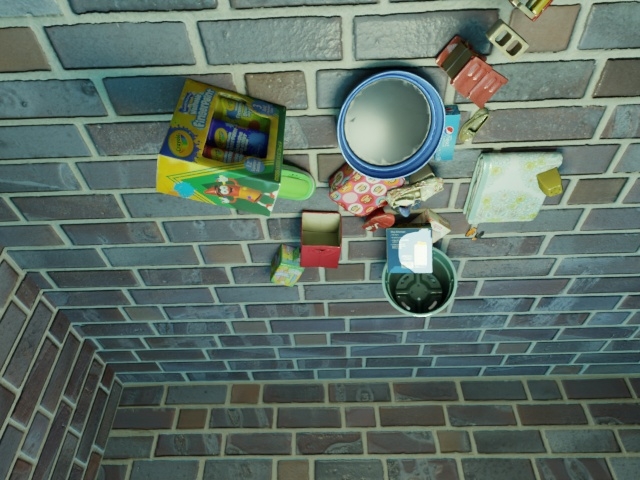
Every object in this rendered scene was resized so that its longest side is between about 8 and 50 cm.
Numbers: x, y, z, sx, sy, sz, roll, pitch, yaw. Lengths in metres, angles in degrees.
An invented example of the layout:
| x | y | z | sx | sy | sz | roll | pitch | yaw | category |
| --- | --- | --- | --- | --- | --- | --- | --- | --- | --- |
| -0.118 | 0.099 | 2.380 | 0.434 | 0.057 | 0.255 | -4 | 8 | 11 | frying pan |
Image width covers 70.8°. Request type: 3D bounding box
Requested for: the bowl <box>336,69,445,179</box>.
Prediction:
| x | y | z | sx | sy | sz | roll | pitch | yaw | category |
| --- | --- | --- | --- | --- | --- | --- | --- | --- | --- |
| 0.249 | -0.413 | 1.624 | 0.390 | 0.077 | 0.391 | -2 | 120 | -4 | bowl |

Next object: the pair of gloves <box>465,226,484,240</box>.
| x | y | z | sx | sy | sz | roll | pitch | yaw | category |
| --- | --- | --- | --- | --- | --- | --- | --- | --- | --- |
| 0.751 | -0.030 | 2.193 | 0.083 | 0.010 | 0.074 | 20 | 135 | -23 | pair of gloves |

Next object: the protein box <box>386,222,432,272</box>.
| x | y | z | sx | sy | sz | roll | pitch | yaw | category |
| --- | --- | --- | --- | --- | --- | --- | --- | --- | --- |
| 0.397 | 0.032 | 2.011 | 0.199 | 0.136 | 0.201 | -1 | 101 | 11 | protein box |

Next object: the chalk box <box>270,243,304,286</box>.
| x | y | z | sx | sy | sz | roll | pitch | yaw | category |
| --- | --- | --- | --- | --- | --- | --- | --- | --- | --- |
| -0.159 | 0.114 | 2.266 | 0.132 | 0.132 | 0.213 | 16 | 135 | -17 | chalk box |

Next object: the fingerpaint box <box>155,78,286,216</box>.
| x | y | z | sx | sy | sz | roll | pitch | yaw | category |
| --- | --- | --- | --- | --- | --- | --- | --- | --- | --- |
| -0.317 | -0.326 | 1.526 | 0.370 | 0.445 | 0.163 | 13 | 136 | -13 | fingerpaint box |

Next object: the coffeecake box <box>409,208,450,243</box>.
| x | y | z | sx | sy | sz | roll | pitch | yaw | category |
| --- | --- | --- | --- | --- | --- | --- | --- | --- | --- |
| 0.495 | -0.048 | 2.129 | 0.142 | 0.068 | 0.185 | 27 | 132 | -26 | coffeecake box |

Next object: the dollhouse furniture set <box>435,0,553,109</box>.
| x | y | z | sx | sy | sz | roll | pitch | yaw | category |
| --- | --- | --- | --- | --- | --- | --- | --- | --- | --- |
| 0.551 | -0.624 | 1.385 | 0.152 | 0.201 | 0.374 | 25 | 127 | -25 | dollhouse furniture set |

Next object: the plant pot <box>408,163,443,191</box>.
| x | y | z | sx | sy | sz | roll | pitch | yaw | category |
| --- | --- | --- | --- | --- | --- | --- | --- | --- | --- |
| 0.433 | -0.253 | 1.872 | 0.109 | 0.096 | 0.109 | -25 | 133 | 27 | plant pot |

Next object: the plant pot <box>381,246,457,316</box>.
| x | y | z | sx | sy | sz | roll | pitch | yaw | category |
| --- | --- | --- | --- | --- | --- | --- | --- | --- | --- |
| 0.487 | 0.226 | 2.222 | 0.340 | 0.341 | 0.334 | -9 | 162 | 10 | plant pot |

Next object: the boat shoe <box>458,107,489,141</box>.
| x | y | z | sx | sy | sz | roll | pitch | yaw | category |
| --- | --- | --- | --- | --- | --- | --- | --- | --- | --- |
| 0.582 | -0.430 | 1.707 | 0.056 | 0.048 | 0.153 | 19 | 135 | -20 | boat shoe |

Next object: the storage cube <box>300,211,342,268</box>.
| x | y | z | sx | sy | sz | roll | pitch | yaw | category |
| --- | --- | --- | --- | --- | --- | --- | --- | --- | --- |
| 0.000 | 0.000 | 2.082 | 0.183 | 0.215 | 0.193 | 2 | 145 | -3 | storage cube |

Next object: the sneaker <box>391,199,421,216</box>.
| x | y | z | sx | sy | sz | roll | pitch | yaw | category |
| --- | --- | --- | --- | --- | --- | --- | --- | --- | --- |
| 0.371 | -0.168 | 1.923 | 0.083 | 0.221 | 0.087 | 29 | 124 | 21 | sneaker |

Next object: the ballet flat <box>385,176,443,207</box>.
| x | y | z | sx | sy | sz | roll | pitch | yaw | category |
| --- | --- | --- | --- | --- | --- | --- | --- | --- | --- |
| 0.383 | -0.184 | 1.812 | 0.240 | 0.077 | 0.091 | -17 | 137 | 14 | ballet flat |

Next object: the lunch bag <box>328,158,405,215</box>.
| x | y | z | sx | sy | sz | roll | pitch | yaw | category |
| --- | --- | --- | --- | --- | --- | --- | --- | --- | --- |
| 0.205 | -0.230 | 1.881 | 0.258 | 0.120 | 0.293 | 30 | 130 | -30 | lunch bag |

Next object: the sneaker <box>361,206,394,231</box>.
| x | y | z | sx | sy | sz | roll | pitch | yaw | category |
| --- | --- | --- | --- | --- | --- | --- | --- | --- | --- |
| 0.260 | -0.122 | 1.982 | 0.087 | 0.128 | 0.221 | 24 | 162 | -22 | sneaker |

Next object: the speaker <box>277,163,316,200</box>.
| x | y | z | sx | sy | sz | roll | pitch | yaw | category |
| --- | --- | --- | --- | --- | --- | --- | --- | --- | --- |
| -0.146 | -0.232 | 1.785 | 0.131 | 0.131 | 0.296 | -31 | 161 | 31 | speaker |

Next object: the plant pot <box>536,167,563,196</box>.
| x | y | z | sx | sy | sz | roll | pitch | yaw | category |
| --- | --- | --- | --- | --- | --- | --- | --- | --- | --- |
| 0.923 | -0.224 | 1.796 | 0.081 | 0.083 | 0.081 | -21 | 136 | 19 | plant pot |

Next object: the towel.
| x | y | z | sx | sy | sz | roll | pitch | yaw | category |
| --- | --- | --- | --- | --- | --- | --- | --- | --- | --- |
| 0.803 | -0.221 | 1.922 | 0.320 | 0.090 | 0.375 | -3 | 139 | -1 | towel |

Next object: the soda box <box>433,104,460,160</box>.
| x | y | z | sx | sy | sz | roll | pitch | yaw | category |
| --- | --- | --- | --- | --- | --- | --- | --- | --- | --- |
| 0.478 | -0.406 | 1.719 | 0.071 | 0.067 | 0.210 | -3 | 139 | 3 | soda box |
